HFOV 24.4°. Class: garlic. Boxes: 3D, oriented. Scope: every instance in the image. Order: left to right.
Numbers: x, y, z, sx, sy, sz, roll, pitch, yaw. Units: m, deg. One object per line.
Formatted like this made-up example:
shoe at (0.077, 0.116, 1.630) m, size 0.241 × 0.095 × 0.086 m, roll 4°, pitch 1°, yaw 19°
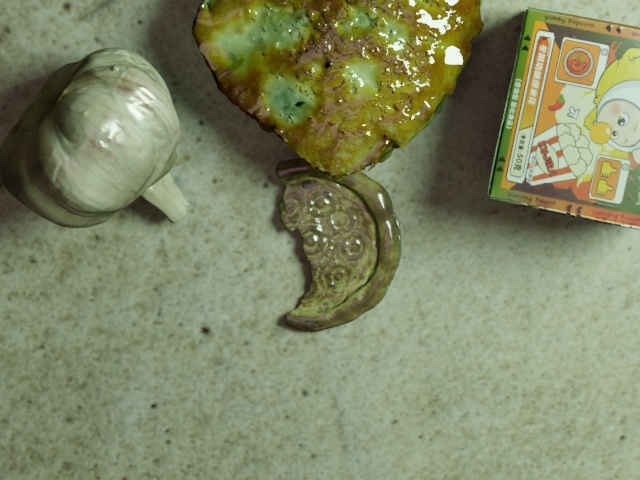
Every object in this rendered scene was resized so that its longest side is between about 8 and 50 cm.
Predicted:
garlic at (-0.215, -0.088, 1.584) m, size 0.218 × 0.218 × 0.212 m, roll -43°, pitch 119°, yaw 12°

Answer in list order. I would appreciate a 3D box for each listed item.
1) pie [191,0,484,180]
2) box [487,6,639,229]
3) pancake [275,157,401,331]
pie at (0.027, -0.249, 1.554) m, size 0.288 × 0.103 × 0.354 m, roll 21°, pitch 96°, yaw 6°
box at (0.276, -0.127, 1.509) m, size 0.177 × 0.148 × 0.195 m, roll 12°, pitch 100°, yaw 6°
pancake at (0.000, 0.000, 1.635) m, size 0.184 × 0.020 × 0.190 m, roll -40°, pitch 90°, yaw 13°
